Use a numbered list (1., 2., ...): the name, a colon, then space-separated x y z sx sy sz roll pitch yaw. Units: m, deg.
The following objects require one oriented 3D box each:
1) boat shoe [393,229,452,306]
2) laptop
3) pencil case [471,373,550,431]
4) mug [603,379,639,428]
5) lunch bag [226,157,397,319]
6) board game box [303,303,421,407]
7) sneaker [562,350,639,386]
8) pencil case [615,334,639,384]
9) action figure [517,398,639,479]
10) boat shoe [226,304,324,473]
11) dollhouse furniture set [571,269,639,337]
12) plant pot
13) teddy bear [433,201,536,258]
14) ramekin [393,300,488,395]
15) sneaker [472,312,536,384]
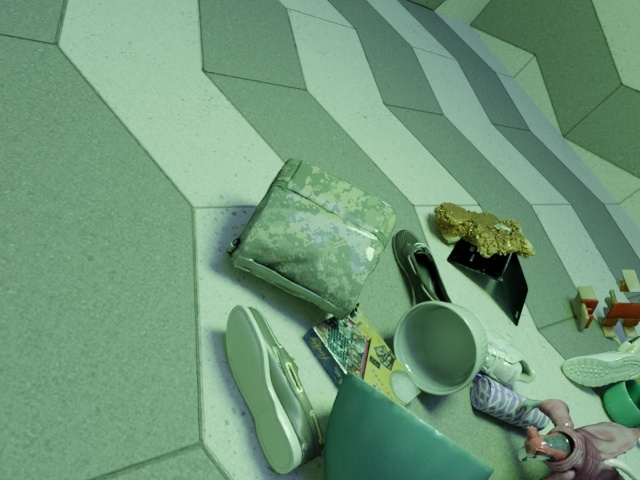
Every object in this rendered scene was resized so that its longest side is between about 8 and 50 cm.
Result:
1. boat shoe: 0.286 0.087 1.508 0.112 0.095 0.335 17 44 -29
2. laptop: 0.539 0.108 1.779 0.264 0.137 0.234 22 33 17
3. pencil case: 0.466 0.400 1.369 0.206 0.086 0.088 26 45 -19
4. mug: 0.906 0.496 1.651 0.129 0.097 0.158 33 39 -12
5. lunch bag: -0.020 0.006 1.221 0.305 0.213 0.256 29 53 -5
6. board game box: 0.092 0.268 1.207 0.165 0.042 0.243 -18 67 -49
7. sneaker: 0.838 0.376 1.676 0.234 0.090 0.095 -2 11 2
8. pencil case: 1.066 0.493 1.735 0.410 0.159 0.183 58 8 18
9. action figure: 0.551 0.479 1.201 0.370 0.275 0.248 31 64 -42
10. boat shoe: -0.085 0.257 1.014 0.091 0.109 0.305 -3 62 -43
11. dollhouse furniture set: 1.001 0.235 1.889 0.258 0.262 0.135 1 45 4
12. plant pot: 0.118 0.388 0.960 0.290 0.290 0.196 35 81 -9
13. teddy bear: 0.510 -0.019 1.761 0.337 0.113 0.245 5 37 -26
14. ramekin: 0.281 0.239 1.277 0.109 0.207 0.207 -1 54 -53
15. sneaker: 0.419 0.273 1.395 0.305 0.114 0.152 22 19 -26
